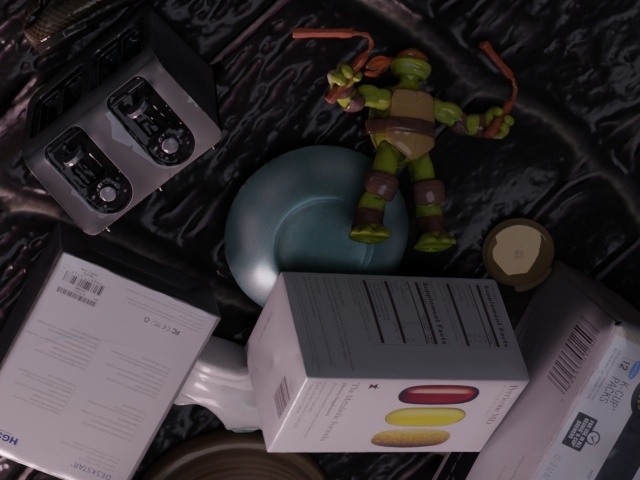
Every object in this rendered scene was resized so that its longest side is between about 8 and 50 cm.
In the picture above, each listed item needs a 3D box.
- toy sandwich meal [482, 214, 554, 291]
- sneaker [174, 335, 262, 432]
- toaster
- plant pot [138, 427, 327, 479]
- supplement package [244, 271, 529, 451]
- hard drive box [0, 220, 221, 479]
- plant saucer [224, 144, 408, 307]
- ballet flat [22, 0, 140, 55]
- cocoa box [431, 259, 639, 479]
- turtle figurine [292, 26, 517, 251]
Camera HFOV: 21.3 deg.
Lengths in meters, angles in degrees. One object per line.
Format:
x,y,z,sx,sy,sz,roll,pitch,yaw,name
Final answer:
0.213,0.012,1.824,0.085,0.029,0.085,0,109,0,toy sandwich meal
-0.057,0.176,1.819,0.212,0.080,0.094,23,118,-12,sneaker
-0.184,-0.120,1.613,0.168,0.186,0.110,-35,116,13,toaster
-0.091,0.332,1.849,0.237,0.110,0.237,-4,114,-10,plant pot
0.066,0.126,1.740,0.244,0.134,0.139,2,140,-21,supplement package
-0.237,0.124,1.743,0.181,0.089,0.232,25,105,-20,hard drive box
0.000,0.000,1.739,0.195,0.037,0.195,-5,113,-11,plant saucer
-0.174,-0.258,1.613,0.250,0.084,0.058,-29,91,5,ballet flat
0.289,0.242,1.801,0.228,0.231,0.347,25,99,-15,cocoa box
0.074,-0.105,1.697,0.269,0.087,0.217,11,78,-31,turtle figurine
